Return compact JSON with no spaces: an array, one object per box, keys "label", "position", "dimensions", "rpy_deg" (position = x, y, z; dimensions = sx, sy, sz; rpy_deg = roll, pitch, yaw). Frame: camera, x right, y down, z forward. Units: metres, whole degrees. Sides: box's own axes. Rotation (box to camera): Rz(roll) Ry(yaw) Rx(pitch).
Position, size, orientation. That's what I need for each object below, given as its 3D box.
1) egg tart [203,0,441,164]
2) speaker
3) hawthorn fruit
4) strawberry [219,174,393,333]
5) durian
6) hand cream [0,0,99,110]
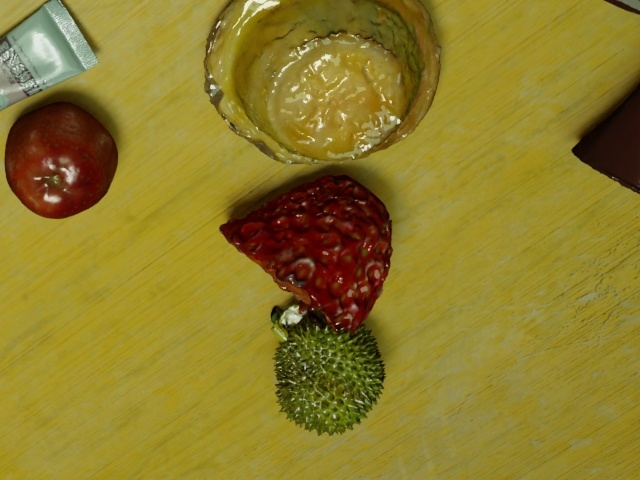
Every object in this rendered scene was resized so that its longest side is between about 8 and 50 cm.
[{"label":"egg tart","position":[0.007,-0.191,1.247],"dimensions":[0.288,0.118,0.288],"rpy_deg":[-4,126,-6]},{"label":"speaker","position":[0.426,-0.226,1.335],"dimensions":[0.259,0.198,0.330],"rpy_deg":[22,106,18]},{"label":"hawthorn fruit","position":[-0.297,-0.089,1.225],"dimensions":[0.132,0.138,0.133],"rpy_deg":[-5,123,-8]},{"label":"strawberry","position":[0.000,0.000,1.338],"dimensions":[0.234,0.234,0.178],"rpy_deg":[40,85,-32]},{"label":"durian","position":[0.014,0.182,1.484],"dimensions":[0.159,0.146,0.198],"rpy_deg":[-7,125,-9]},{"label":"hand cream","position":[-0.413,-0.155,1.208],"dimensions":[0.331,0.058,0.085],"rpy_deg":[-30,109,2]}]
